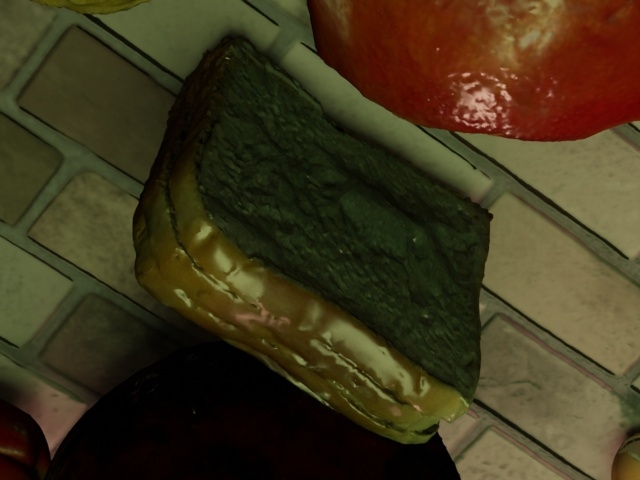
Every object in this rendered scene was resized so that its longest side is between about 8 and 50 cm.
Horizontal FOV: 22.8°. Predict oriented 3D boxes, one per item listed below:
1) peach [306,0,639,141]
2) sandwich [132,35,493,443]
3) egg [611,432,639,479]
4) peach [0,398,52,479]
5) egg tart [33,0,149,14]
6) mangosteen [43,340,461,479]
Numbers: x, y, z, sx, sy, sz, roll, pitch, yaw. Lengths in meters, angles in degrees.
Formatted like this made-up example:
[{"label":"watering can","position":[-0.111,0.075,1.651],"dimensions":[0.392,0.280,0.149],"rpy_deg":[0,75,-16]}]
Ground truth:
[{"label":"peach","position":[0.160,-0.239,1.170],"dimensions":[0.306,0.242,0.380],"rpy_deg":[27,113,-23]},{"label":"sandwich","position":[0.000,0.000,1.263],"dimensions":[0.301,0.271,0.099],"rpy_deg":[34,122,-19]},{"label":"egg","position":[0.318,0.233,1.522],"dimensions":[0.080,0.080,0.096],"rpy_deg":[-1,113,-5]},{"label":"peach","position":[-0.354,0.228,1.404],"dimensions":[0.226,0.196,0.190],"rpy_deg":[-7,83,1]},{"label":"egg tart","position":[-0.180,-0.299,1.172],"dimensions":[0.294,0.123,0.294],"rpy_deg":[-2,120,-4]},{"label":"mangosteen","position":[-0.058,0.278,1.363],"dimensions":[0.381,0.381,0.421],"rpy_deg":[-7,140,-1]}]
